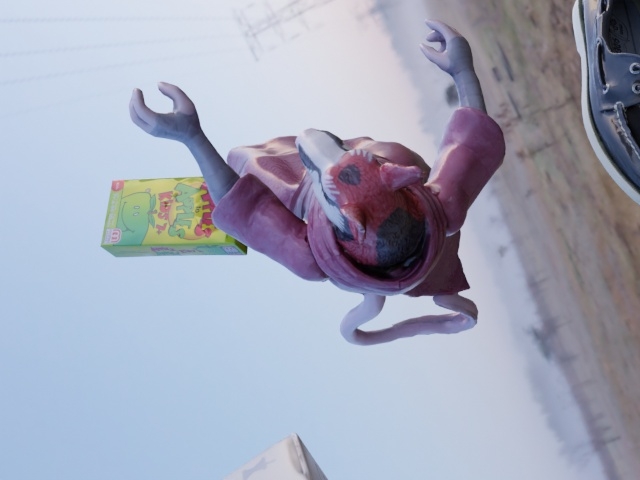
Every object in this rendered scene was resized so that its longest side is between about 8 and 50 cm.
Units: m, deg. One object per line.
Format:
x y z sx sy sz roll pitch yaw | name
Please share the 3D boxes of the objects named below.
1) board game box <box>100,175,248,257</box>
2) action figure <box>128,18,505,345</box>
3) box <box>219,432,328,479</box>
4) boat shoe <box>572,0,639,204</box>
-0.178 -0.030 1.182 0.043 0.181 0.092 51 -139 -62 | board game box
0.016 -0.008 0.715 0.370 0.248 0.275 -116 12 -84 | action figure
0.003 0.249 0.503 0.232 0.127 0.148 57 180 -14 | box
0.366 -0.189 1.047 0.113 0.127 0.339 107 167 -56 | boat shoe
